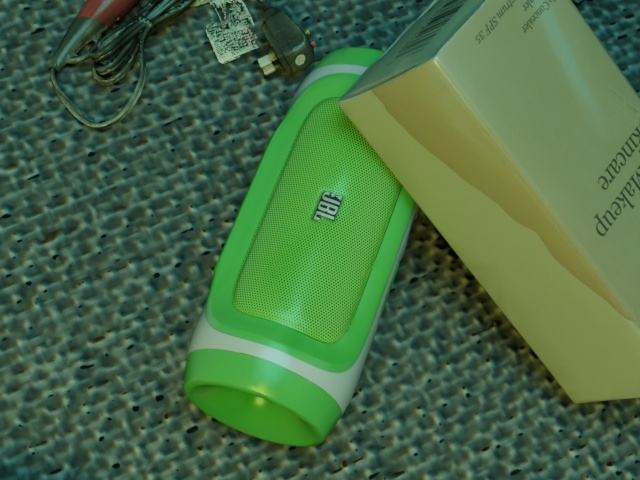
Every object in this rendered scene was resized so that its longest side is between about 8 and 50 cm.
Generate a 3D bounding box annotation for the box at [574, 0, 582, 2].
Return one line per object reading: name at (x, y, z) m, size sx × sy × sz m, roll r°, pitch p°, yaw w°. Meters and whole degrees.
box at (0.208, -0.337, 1.144) m, size 0.203 × 0.114 × 0.103 m, roll 44°, pitch 67°, yaw 12°

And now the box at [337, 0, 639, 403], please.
box at (0.175, -0.038, 0.935) m, size 0.311 × 0.121 × 0.148 m, roll 49°, pitch 59°, yaw -16°

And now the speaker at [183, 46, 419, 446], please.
speaker at (0.000, 0.000, 0.959) m, size 0.131 × 0.131 × 0.296 m, roll 21°, pitch 65°, yaw 0°

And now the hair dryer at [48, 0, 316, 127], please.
hair dryer at (-0.143, -0.252, 1.069) m, size 0.223 × 0.080 × 0.293 m, roll -15°, pitch 70°, yaw -14°
